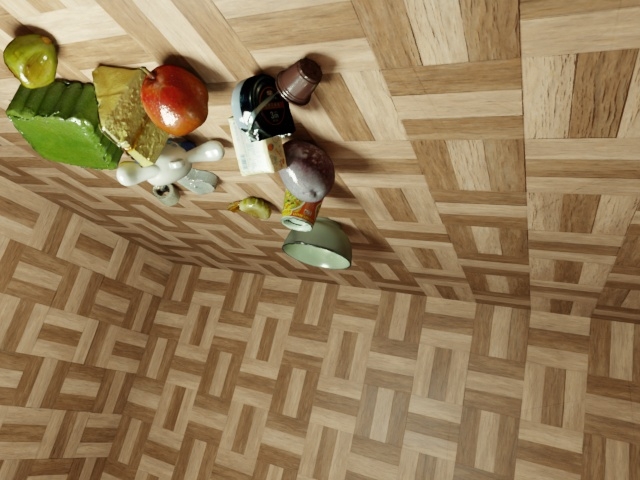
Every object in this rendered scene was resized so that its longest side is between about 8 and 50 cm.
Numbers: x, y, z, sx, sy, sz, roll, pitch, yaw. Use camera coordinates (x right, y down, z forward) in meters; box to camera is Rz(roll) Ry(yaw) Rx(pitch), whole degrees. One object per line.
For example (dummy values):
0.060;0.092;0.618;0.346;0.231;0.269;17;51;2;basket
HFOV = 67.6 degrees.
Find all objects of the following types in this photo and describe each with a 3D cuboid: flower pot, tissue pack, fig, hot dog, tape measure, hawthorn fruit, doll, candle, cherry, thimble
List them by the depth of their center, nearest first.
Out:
-0.049;-0.422;1.249;0.111;0.111;0.089;23;148;-27;flower pot
-0.166;-0.373;1.352;0.107;0.181;0.182;-3;-166;36;tape measure
-0.439;-0.424;1.391;0.196;0.197;0.225;2;151;33;hawthorn fruit
-0.857;-0.539;1.423;0.165;0.154;0.144;-30;147;35;fig
-0.201;-0.315;1.537;0.148;0.196;0.092;1;-158;35;tissue pack
-0.048;-0.237;1.650;0.266;0.183;0.213;37;-166;-36;cherry
-0.598;-0.306;1.810;0.376;0.187;0.365;-3;-169;-33;doll
-0.557;-0.265;2.168;0.192;0.068;0.168;16;159;0;candle
-0.765;-0.233;2.370;0.115;0.102;0.090;2;160;11;thimble
-0.423;-0.173;2.406;0.062;0.038;0.144;26;157;-27;hot dog

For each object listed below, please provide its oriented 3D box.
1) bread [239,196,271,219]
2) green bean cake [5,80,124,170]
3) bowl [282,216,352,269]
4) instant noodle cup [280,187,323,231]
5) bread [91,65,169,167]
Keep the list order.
-0.306;-0.163;2.273;0.157;0.083;0.094;14;160;-8;bread
-0.886;-0.424;1.724;0.335;0.218;0.319;7;155;0;green bean cake
0.000;0.000;2.372;0.353;0.185;0.354;13;162;4;bowl
-0.072;-0.157;1.892;0.193;0.212;0.193;13;162;4;instant noodle cup
-0.634;-0.392;1.546;0.198;0.236;0.263;8;162;17;bread
